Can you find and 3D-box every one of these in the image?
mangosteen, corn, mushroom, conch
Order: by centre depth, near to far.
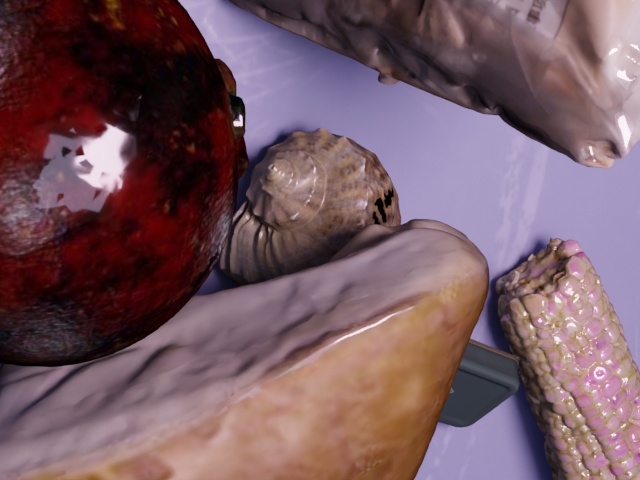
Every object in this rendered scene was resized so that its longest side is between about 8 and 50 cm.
[{"bbox_3d":[-0.202,-0.058,1.058,0.311,0.311,0.311,-9,109,-26],"label":"mangosteen"},{"bbox_3d":[-0.029,0.164,1.178,0.397,0.224,0.313,-24,117,4],"label":"mushroom"},{"bbox_3d":[0.000,0.000,1.303,0.155,0.130,0.207,-20,144,18],"label":"conch"},{"bbox_3d":[0.253,0.159,1.459,0.127,0.127,0.335,-31,117,-17],"label":"corn"}]

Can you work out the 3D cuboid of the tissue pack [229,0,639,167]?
[{"bbox_3d":[0.142,-0.276,1.136,0.375,0.390,0.195,-56,149,-4],"label":"tissue pack"}]

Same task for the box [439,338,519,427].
[{"bbox_3d":[0.108,0.121,1.393,0.126,0.031,0.091,23,131,-33],"label":"box"}]
